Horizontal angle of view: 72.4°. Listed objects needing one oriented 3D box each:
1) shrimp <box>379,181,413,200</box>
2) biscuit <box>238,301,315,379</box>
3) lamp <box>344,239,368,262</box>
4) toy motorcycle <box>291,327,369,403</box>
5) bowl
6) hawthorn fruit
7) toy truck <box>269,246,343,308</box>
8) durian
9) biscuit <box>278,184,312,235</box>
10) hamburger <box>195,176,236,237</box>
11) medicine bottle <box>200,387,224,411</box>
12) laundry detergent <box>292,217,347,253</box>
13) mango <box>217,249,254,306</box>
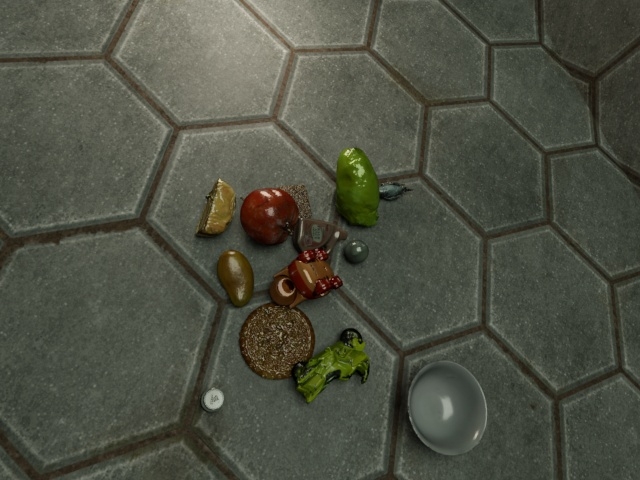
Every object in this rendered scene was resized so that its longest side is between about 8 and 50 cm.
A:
[{"bbox_3d":[0.349,-0.235,2.092,0.233,0.079,0.090,-4,106,-22],"label":"shrimp"},{"bbox_3d":[-0.164,0.382,1.693,0.305,0.038,0.305,6,67,-16],"label":"biscuit"},{"bbox_3d":[0.158,0.047,1.897,0.105,0.105,0.105,6,67,-16],"label":"lamp"},{"bbox_3d":[0.060,0.490,1.673,0.342,0.142,0.206,-27,59,-29],"label":"toy motorcycle"},{"bbox_3d":[0.464,0.653,1.723,0.346,0.157,0.345,6,68,-16],"label":"bowl"},{"bbox_3d":[-0.233,-0.111,1.778,0.272,0.242,0.242,29,61,19],"label":"hawthorn fruit"},{"bbox_3d":[-0.067,0.162,1.750,0.189,0.239,0.265,61,23,12],"label":"toy truck"},{"bbox_3d":[0.152,-0.241,1.935,0.204,0.339,0.255,-16,49,-3],"label":"durian"},{"bbox_3d":[-0.104,-0.138,1.928,0.131,0.026,0.236,-7,71,-19],"label":"biscuit"},{"bbox_3d":[-0.414,-0.126,1.780,0.131,0.124,0.262,24,67,-28],"label":"hamburger"},{"bbox_3d":[-0.372,0.549,1.507,0.080,0.130,0.080,6,68,-15],"label":"medicine bottle"},{"bbox_3d":[0.000,0.000,1.881,0.237,0.076,0.171,11,80,-25],"label":"laundry detergent"},{"bbox_3d":[-0.326,0.145,1.705,0.136,0.099,0.227,-14,82,-27],"label":"mango"}]
